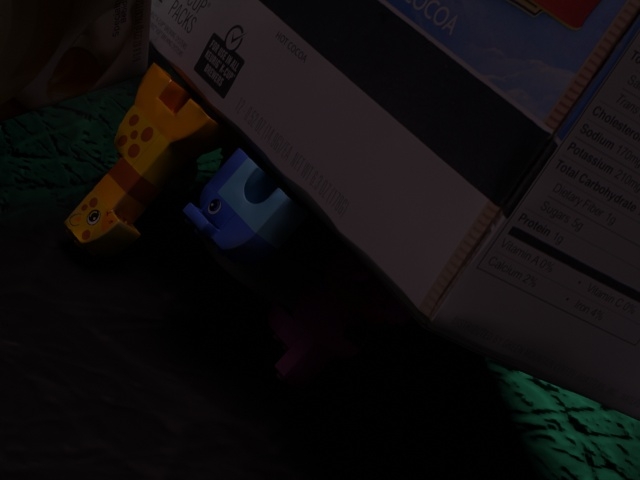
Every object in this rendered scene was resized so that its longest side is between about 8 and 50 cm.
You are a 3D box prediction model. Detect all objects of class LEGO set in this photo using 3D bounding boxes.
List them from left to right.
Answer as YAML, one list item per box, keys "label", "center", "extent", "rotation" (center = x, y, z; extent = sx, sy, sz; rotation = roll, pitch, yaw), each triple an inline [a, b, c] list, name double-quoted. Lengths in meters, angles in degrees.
- label: "LEGO set"
  center: [-0.066, -0.011, 0.900]
  extent: [0.087, 0.093, 0.227]
  rotation: [38, 6, -47]

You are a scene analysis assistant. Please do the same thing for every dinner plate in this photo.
- label: "dinner plate"
  center: [0.000, 0.000, 0.983]
  extent: [0.141, 0.017, 0.141]
  rotation: [18, 31, -11]

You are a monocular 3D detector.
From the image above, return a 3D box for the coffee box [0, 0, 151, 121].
- label: "coffee box"
  center: [-0.207, -0.122, 0.851]
  extent: [0.246, 0.141, 0.098]
  rotation: [-23, 50, -29]

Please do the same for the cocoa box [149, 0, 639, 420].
- label: "cocoa box"
  center: [0.103, -0.101, 0.905]
  extent: [0.231, 0.228, 0.347]
  rotation: [24, 15, -39]
